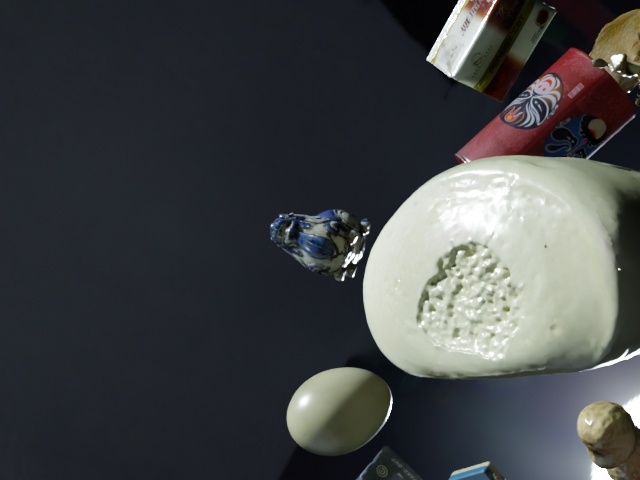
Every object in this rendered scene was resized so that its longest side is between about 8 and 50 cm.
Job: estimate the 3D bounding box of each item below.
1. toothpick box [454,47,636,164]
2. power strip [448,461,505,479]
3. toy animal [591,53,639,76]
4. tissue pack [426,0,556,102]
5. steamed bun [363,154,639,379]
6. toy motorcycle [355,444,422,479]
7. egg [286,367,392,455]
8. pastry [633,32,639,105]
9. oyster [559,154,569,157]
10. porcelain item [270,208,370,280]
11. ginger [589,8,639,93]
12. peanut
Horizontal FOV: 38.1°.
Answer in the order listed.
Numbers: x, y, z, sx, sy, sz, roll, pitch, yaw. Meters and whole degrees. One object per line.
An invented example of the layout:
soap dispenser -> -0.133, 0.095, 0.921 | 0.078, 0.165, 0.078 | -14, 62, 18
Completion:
toothpick box -> 0.475, -0.222, 1.978 | 0.204, 0.333, 0.204 | 46, 7, -7
power strip -> 0.316, 0.483, 1.870 | 0.056, 0.032, 0.123 | 46, -38, -5
toy animal -> 0.615, -0.272, 1.516 | 0.157, 0.097, 0.312 | 22, 7, -34
tissue pack -> 0.241, -0.289, 1.313 | 0.106, 0.149, 0.099 | 18, 20, -29
steamed bun -> 0.311, 0.026, 1.313 | 0.371, 0.290, 0.455 | -5, -5, -42
toy motorcycle -> -0.001, 0.478, 1.401 | 0.125, 0.358, 0.213 | 41, -43, 9
egg -> 0.043, 0.377, 2.060 | 0.186, 0.241, 0.186 | 161, -90, -75
pastry -> 0.672, -0.332, 1.728 | 0.192, 0.275, 0.275 | 1, 6, -19
oyster -> 0.494, -0.075, 1.626 | 0.259, 0.092, 0.198 | 24, 10, -38
porcelain item -> 0.000, 0.000, 2.066 | 0.186, 0.138, 0.288 | 19, 11, 11
ginger -> 0.698, -0.414, 2.048 | 0.130, 0.276, 0.221 | 24, 36, -15
peanut -> 0.505, 0.348, 1.589 | 0.085, 0.104, 0.228 | 14, -21, 45
